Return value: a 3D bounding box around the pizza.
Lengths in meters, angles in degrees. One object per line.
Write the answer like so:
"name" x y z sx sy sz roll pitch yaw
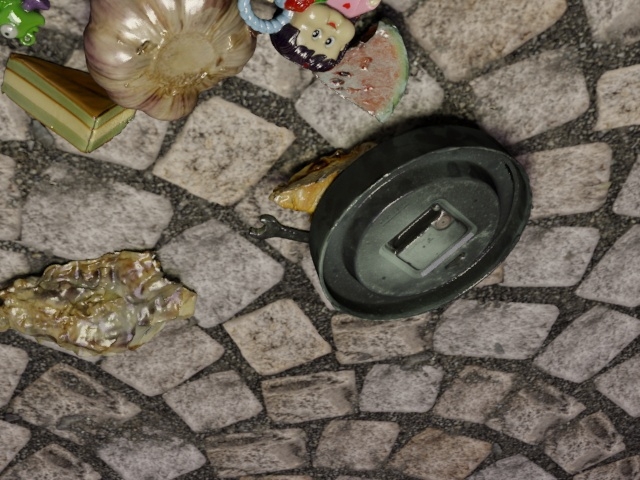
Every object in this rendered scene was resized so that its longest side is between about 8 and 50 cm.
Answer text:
"pizza" 0.008 -0.087 1.514 0.194 0.069 0.154 -7 137 -16

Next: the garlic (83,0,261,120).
"garlic" -0.207 -0.281 1.257 0.245 0.160 0.244 -21 141 -18

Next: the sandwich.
"sandwich" -0.363 -0.216 1.378 0.163 0.113 0.079 34 127 7

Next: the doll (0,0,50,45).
"doll" -0.445 -0.328 1.239 0.115 0.050 0.190 -35 127 13

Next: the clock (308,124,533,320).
"clock" 0.163 -0.023 1.549 0.386 0.076 0.386 -15 139 -14

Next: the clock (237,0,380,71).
"clock" -0.013 -0.331 1.230 0.194 0.100 0.195 20 105 -37

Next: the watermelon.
"watermelon" 0.058 -0.260 1.378 0.139 0.071 0.187 3 141 -3

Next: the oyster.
"oyster" -0.394 0.130 1.636 0.355 0.107 0.201 -10 130 0

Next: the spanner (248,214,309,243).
"spanner" 0.000 0.000 1.638 0.255 0.015 0.054 12 129 -20
